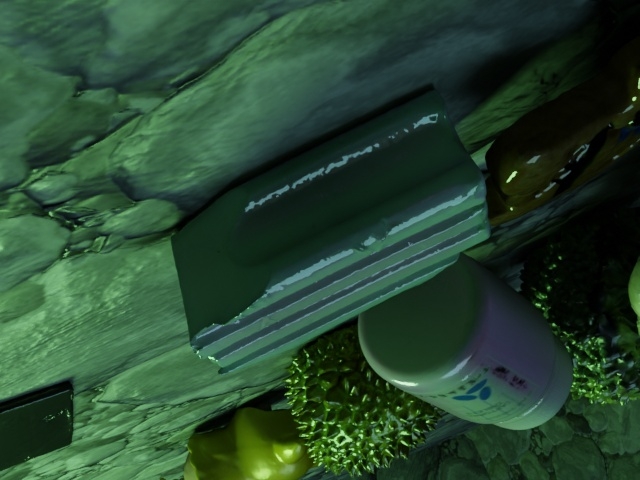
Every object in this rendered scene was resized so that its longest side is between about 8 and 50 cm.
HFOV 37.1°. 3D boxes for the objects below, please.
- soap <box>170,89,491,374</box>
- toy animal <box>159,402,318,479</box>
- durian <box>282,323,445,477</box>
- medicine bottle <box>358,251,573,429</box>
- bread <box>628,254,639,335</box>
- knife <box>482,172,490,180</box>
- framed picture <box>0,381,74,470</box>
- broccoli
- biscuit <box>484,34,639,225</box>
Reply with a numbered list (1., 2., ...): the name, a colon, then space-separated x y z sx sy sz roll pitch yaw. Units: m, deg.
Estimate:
1. soap: 0.000 0.000 0.679 0.231 0.091 0.145 -25 159 3
2. toy animal: -0.111 0.315 1.355 0.230 0.156 0.156 -23 163 5
3. durian: 0.061 0.202 1.217 0.200 0.176 0.237 -38 157 -24
4. medicine bottle: 0.163 0.114 1.014 0.152 0.152 0.254 -31 142 20
5. bread: 0.433 -0.010 1.054 0.316 0.054 0.316 -26 129 -37
6. knife: 0.129 -0.035 0.847 0.343 0.027 0.061 -11 154 -36
7. framed picture: -0.401 0.229 0.933 0.324 0.013 0.244 -17 161 -21
8. broccoli: 0.352 0.085 1.200 0.180 0.242 0.273 -11 169 43
9. biscuit: 0.236 -0.107 0.690 0.301 0.043 0.278 -41 166 25
